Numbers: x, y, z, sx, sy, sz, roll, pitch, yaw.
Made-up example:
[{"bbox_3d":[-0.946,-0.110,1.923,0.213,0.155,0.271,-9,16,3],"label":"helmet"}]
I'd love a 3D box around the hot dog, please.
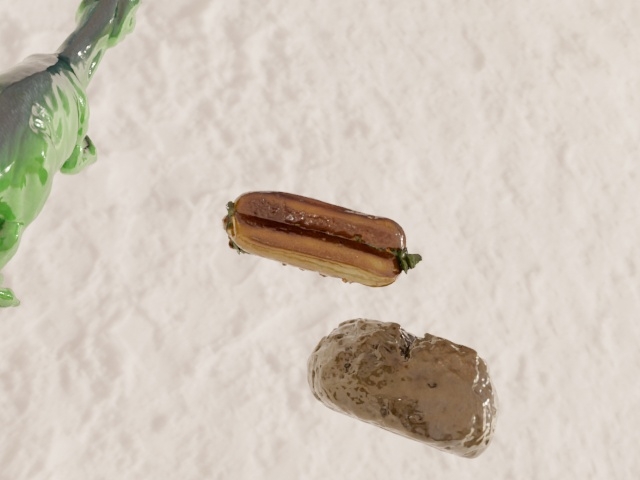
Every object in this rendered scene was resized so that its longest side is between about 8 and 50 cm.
[{"bbox_3d":[0.000,0.000,0.981,0.188,0.055,0.072,15,59,-3],"label":"hot dog"}]

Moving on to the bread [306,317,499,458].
[{"bbox_3d":[0.101,0.163,1.190,0.230,0.230,0.123,28,80,-25],"label":"bread"}]

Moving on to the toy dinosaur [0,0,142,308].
[{"bbox_3d":[-0.259,-0.109,0.876,0.144,0.500,0.374,31,86,-5],"label":"toy dinosaur"}]
